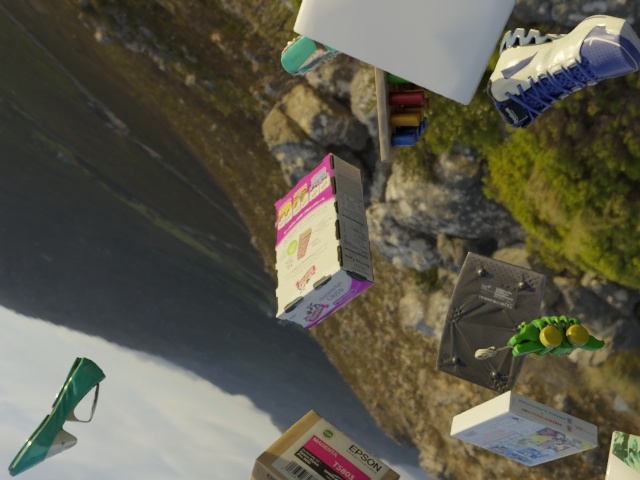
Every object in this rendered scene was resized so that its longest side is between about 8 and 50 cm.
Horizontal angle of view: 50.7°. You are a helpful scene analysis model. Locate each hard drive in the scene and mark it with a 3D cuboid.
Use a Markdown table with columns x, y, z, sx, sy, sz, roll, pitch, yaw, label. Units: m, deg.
| x | y | z | sx | sy | sz | roll | pitch | yaw | label |
| --- | --- | --- | --- | --- | --- | --- | --- | --- | --- |
| 0.116 | -0.315 | 0.653 | 0.203 | 0.308 | 0.040 | 26 | -155 | 9 | hard drive |
| 0.341 | 0.163 | 1.354 | 0.172 | 0.255 | 0.054 | 18 | -169 | 22 | hard drive |

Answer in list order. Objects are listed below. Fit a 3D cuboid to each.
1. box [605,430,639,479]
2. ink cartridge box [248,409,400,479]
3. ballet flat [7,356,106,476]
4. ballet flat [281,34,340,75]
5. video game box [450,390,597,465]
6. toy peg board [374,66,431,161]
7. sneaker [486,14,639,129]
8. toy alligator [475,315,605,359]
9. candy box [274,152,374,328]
| x | y | z | sx | sy | sz | roll | pitch | yaw | label |
| --- | --- | --- | --- | --- | --- | --- | --- | --- | --- |
| 0.477 | 0.369 | 0.748 | 0.322 | 0.232 | 0.058 | 8 | 160 | 28 | box |
| 0.009 | 0.474 | 1.336 | 0.234 | 0.193 | 0.088 | 31 | 126 | 22 | ink cartridge box |
| -0.486 | 0.341 | 1.282 | 0.087 | 0.247 | 0.083 | 30 | 150 | -8 | ballet flat |
| 0.015 | -0.397 | 1.323 | 0.241 | 0.077 | 0.091 | -12 | 108 | 47 | ballet flat |
| 0.378 | 0.359 | 1.275 | 0.187 | 0.048 | 0.205 | 25 | 147 | -8 | video game box |
| 0.152 | -0.230 | 1.121 | 0.079 | 0.161 | 0.161 | 2 | 115 | 20 | toy peg board |
| 0.420 | -0.289 | 1.235 | 0.127 | 0.182 | 0.315 | 35 | 171 | -29 | sneaker |
| 0.298 | 0.131 | 0.929 | 0.189 | 0.051 | 0.056 | -2 | 151 | -10 | toy alligator |
| 0.000 | 0.000 | 1.075 | 0.071 | 0.233 | 0.159 | 24 | 135 | -31 | candy box |
